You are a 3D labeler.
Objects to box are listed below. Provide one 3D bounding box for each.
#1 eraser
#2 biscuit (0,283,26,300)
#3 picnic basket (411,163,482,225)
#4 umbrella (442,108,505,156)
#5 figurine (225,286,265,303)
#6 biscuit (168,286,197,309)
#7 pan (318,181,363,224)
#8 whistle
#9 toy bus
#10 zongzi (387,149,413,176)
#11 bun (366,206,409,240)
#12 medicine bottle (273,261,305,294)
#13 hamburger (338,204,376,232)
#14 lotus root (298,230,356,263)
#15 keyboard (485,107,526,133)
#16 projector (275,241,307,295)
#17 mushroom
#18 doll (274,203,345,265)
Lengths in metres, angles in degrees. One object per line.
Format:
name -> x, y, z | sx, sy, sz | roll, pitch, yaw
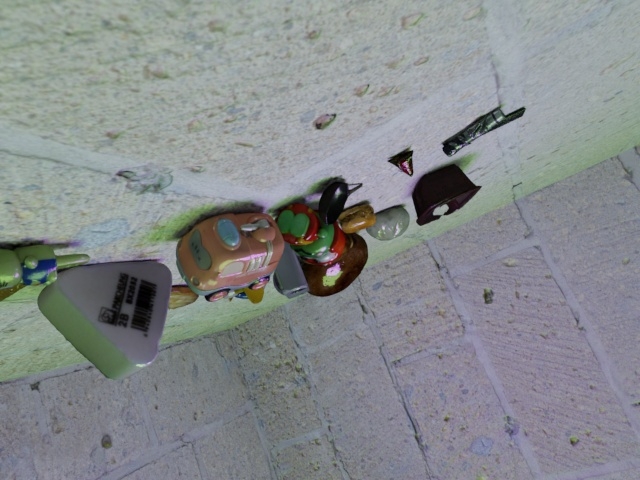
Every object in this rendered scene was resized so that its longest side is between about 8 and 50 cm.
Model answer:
eraser -> -0.552, 0.221, 1.187 | 0.150, 0.331, 0.331 | -30, 165, 32
biscuit -> -0.794, 0.124, 1.018 | 0.231, 0.025, 0.131 | -26, 168, 18
picnic basket -> 0.448, -0.173, 1.599 | 0.223, 0.129, 0.297 | -23, 169, -3
umbrella -> 0.427, -0.299, 1.211 | 0.188, 0.046, 0.050 | -32, -177, 39
figurine -> -0.340, 0.153, 1.708 | 0.339, 0.204, 0.284 | -16, -179, 38
biscuit -> -0.586, 0.232, 1.785 | 0.154, 0.045, 0.299 | -17, 166, -15
pan -> 0.049, -0.117, 1.279 | 0.202, 0.048, 0.128 | -16, 130, -63
whistle -> -0.606, 0.054, 0.901 | 0.105, 0.084, 0.228 | -20, 172, 38
toy bus -> -0.233, 0.024, 1.179 | 0.288, 0.194, 0.232 | -11, 156, -39
zongzi -> 0.226, -0.224, 1.225 | 0.074, 0.067, 0.083 | -11, 150, 4
bun -> 0.291, -0.062, 1.840 | 0.196, 0.118, 0.195 | -17, 167, -4
medicine bottle -> -0.102, 0.186, 2.122 | 0.165, 0.165, 0.273 | -26, 167, 21
hamburger -> 0.137, -0.078, 1.589 | 0.138, 0.083, 0.147 | -21, 171, 0
lotus root -> 0.024, 0.017, 1.645 | 0.261, 0.145, 0.128 | -10, 152, -27
keyboard -> 0.503, -0.334, 1.277 | 0.203, 0.011, 0.067 | -24, 168, 14
projector -> -0.128, 0.121, 1.721 | 0.108, 0.198, 0.250 | -21, 168, -4
mushroom -> 0.070, 0.107, 1.940 | 0.345, 0.239, 0.345 | -56, 160, -33
doll -> -0.014, -0.009, 1.392 | 0.183, 0.160, 0.363 | 8, 161, 25
